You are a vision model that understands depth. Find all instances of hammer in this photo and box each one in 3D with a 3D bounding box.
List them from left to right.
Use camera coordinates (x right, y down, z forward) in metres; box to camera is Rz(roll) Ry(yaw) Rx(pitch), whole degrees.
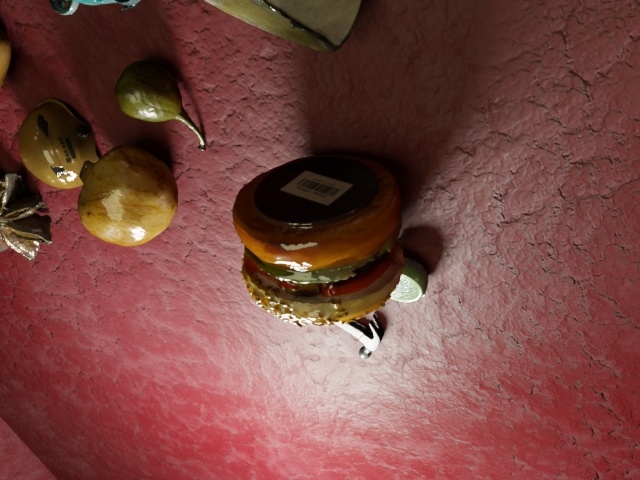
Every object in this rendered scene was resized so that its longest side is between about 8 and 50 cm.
[{"bbox_3d":[0.024,0.180,1.467,0.290,0.037,0.137,32,135,2],"label":"hammer"}]

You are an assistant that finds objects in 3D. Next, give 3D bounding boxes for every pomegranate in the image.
[{"bbox_3d":[-0.448,-0.104,1.372,0.248,0.248,0.248,15,132,18],"label":"pomegranate"}]

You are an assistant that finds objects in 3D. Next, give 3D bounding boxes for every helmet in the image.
[{"bbox_3d":[-0.655,-0.220,1.457,0.198,0.130,0.224,-6,122,28],"label":"helmet"}]

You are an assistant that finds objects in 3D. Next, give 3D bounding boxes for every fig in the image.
[{"bbox_3d":[-0.321,-0.272,1.252,0.124,0.124,0.236,-21,128,39],"label":"fig"}]

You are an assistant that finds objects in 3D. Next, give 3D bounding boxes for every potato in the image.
[{"bbox_3d":[-0.058,-0.447,0.971,0.189,0.211,0.264,19,-174,-38],"label":"potato"}]

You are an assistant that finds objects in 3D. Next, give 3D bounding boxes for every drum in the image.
[{"bbox_3d":[0.150,0.114,1.335,0.130,0.049,0.253,29,145,-7],"label":"drum"}]

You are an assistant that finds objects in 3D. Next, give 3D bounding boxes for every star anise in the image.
[{"bbox_3d":[-0.903,-0.086,1.714,0.331,0.117,0.332,10,122,16],"label":"star anise"}]

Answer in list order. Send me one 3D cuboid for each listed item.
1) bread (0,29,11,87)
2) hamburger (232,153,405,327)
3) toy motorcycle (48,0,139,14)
[{"bbox_3d":[-0.802,-0.440,1.339,0.204,0.162,0.262,43,176,-10],"label":"bread"},{"bbox_3d":[0.000,0.000,1.146,0.330,0.330,0.250,8,130,24],"label":"hamburger"},{"bbox_3d":[-0.412,-0.523,1.076,0.260,0.154,0.206,7,106,29],"label":"toy motorcycle"}]
